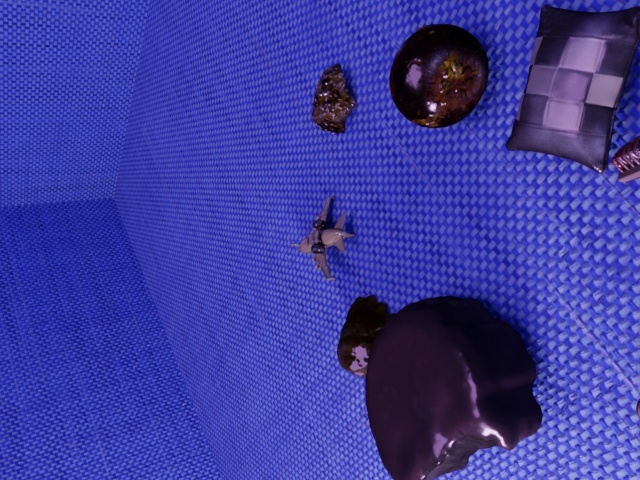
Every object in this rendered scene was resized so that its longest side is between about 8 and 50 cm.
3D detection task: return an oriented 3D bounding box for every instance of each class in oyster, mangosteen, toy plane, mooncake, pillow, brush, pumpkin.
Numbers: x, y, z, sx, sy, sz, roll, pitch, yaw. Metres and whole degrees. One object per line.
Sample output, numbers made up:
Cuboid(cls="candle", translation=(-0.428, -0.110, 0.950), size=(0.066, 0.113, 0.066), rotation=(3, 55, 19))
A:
Cuboid(cls="oyster", translation=(0.036, -0.354, 1.429), size=(0.056, 0.105, 0.177), rotation=(174, 110, -68))
Cuboid(cls="mangosteen", translation=(0.219, -0.322, 1.114), size=(0.217, 0.192, 0.192), rotation=(-115, 30, -64))
Cuboid(cls="toy plane", translation=(0.000, 0.000, 1.568), size=(0.244, 0.092, 0.229), rotation=(-18, 67, 52))
Cuboid(cls="mooncake", translation=(0.253, 0.294, 1.159), size=(0.381, 0.212, 0.350), rotation=(-42, 58, 51))
Cuboid(cls="pillow", translation=(0.404, -0.248, 0.914), size=(0.186, 0.106, 0.249), rotation=(30, 117, 48))
Cuboid(cls="brush", translation=(0.518, -0.156, 0.746), size=(0.050, 0.060, 0.321), rotation=(48, 157, -4))
Cuboid(cls="pumpkin", translation=(0.106, 0.233, 1.419), size=(0.254, 0.149, 0.130), rotation=(33, 132, 48))

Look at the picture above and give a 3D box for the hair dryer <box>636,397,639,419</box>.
Cuboid(cls="hair dryer", translation=(0.555, 0.188, 0.813), size=(0.195, 0.054, 0.220), rotation=(-160, 79, -78))
